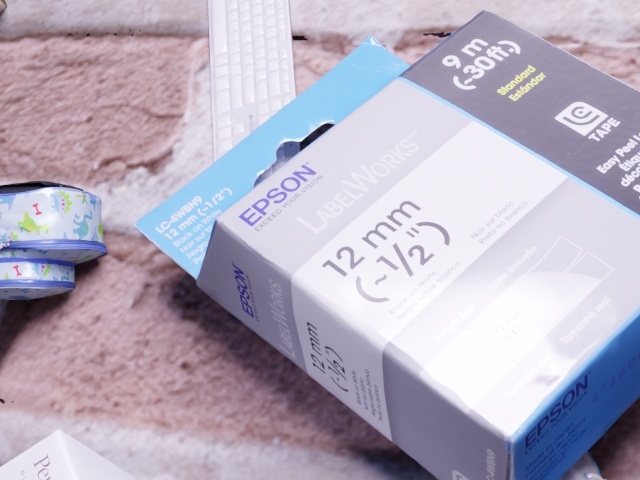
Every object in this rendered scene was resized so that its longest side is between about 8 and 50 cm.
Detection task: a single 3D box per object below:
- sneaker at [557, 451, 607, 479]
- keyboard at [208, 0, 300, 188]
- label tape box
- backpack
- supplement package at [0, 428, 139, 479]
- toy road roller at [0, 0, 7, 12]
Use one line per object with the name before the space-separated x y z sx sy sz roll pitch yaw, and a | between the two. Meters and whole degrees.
sneaker | 0.156 0.161 0.746 0.191 0.071 0.083 16 65 27
keyboard | -0.055 -0.143 1.017 0.072 0.014 0.256 -13 60 14
label tape box | 0.069 -0.023 0.811 0.249 0.115 0.348 -40 58 -22
backpack | -0.221 0.002 0.954 0.114 0.105 0.084 -10 83 15
supplement package | -0.180 0.284 0.730 0.263 0.198 0.199 -33 57 2
toy road roller | -0.429 -0.299 1.163 0.202 0.240 0.329 -38 94 -1
